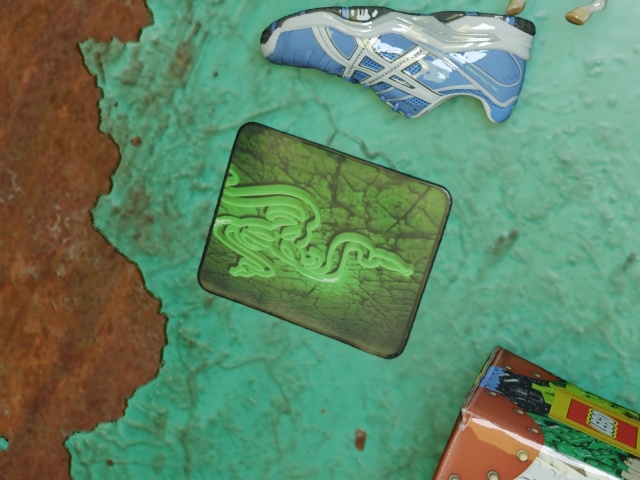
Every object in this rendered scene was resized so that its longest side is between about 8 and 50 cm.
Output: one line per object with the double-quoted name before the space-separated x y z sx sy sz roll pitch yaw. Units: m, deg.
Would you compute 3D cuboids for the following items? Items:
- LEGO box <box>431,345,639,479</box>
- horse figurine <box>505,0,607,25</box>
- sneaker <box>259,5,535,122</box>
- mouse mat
"LEGO box" 0.199 0.390 0.933 0.373 0.193 0.500 22 104 11
"horse figurine" 0.255 -0.205 0.873 0.263 0.066 0.174 24 78 19
"sneaker" 0.053 -0.135 0.949 0.211 0.080 0.081 6 98 16
"mouse mat" 0.000 0.000 1.026 0.190 0.007 0.152 20 104 13
